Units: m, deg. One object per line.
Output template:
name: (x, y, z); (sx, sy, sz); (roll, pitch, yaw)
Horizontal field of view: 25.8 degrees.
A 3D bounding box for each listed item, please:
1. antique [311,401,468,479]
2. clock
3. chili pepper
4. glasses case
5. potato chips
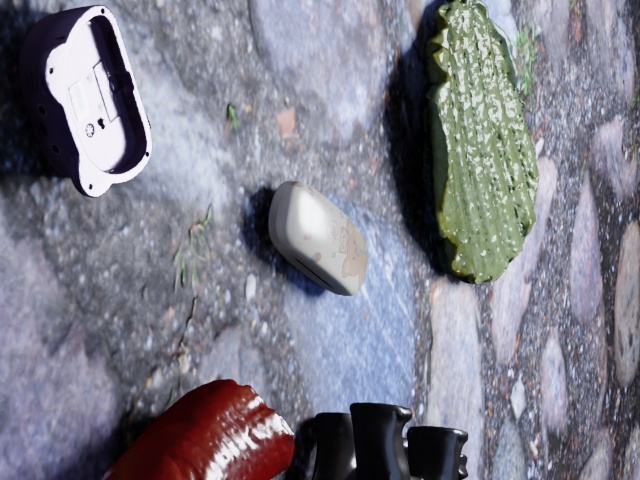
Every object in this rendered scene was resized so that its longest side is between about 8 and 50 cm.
antique: (0.073, 0.333, 1.591); (0.322, 0.185, 0.255); (31, 59, -58)
clock: (-0.202, -0.113, 1.163); (0.110, 0.050, 0.152); (-51, 135, -48)
chili pepper: (-0.148, 0.254, 1.206); (0.131, 0.134, 0.338); (64, 34, -19)
glasses case: (0.000, 0.000, 1.546); (0.204, 0.051, 0.081); (38, 61, -57)
potato chips: (0.215, -0.125, 1.916); (0.358, 0.070, 0.429); (-53, 137, -49)
